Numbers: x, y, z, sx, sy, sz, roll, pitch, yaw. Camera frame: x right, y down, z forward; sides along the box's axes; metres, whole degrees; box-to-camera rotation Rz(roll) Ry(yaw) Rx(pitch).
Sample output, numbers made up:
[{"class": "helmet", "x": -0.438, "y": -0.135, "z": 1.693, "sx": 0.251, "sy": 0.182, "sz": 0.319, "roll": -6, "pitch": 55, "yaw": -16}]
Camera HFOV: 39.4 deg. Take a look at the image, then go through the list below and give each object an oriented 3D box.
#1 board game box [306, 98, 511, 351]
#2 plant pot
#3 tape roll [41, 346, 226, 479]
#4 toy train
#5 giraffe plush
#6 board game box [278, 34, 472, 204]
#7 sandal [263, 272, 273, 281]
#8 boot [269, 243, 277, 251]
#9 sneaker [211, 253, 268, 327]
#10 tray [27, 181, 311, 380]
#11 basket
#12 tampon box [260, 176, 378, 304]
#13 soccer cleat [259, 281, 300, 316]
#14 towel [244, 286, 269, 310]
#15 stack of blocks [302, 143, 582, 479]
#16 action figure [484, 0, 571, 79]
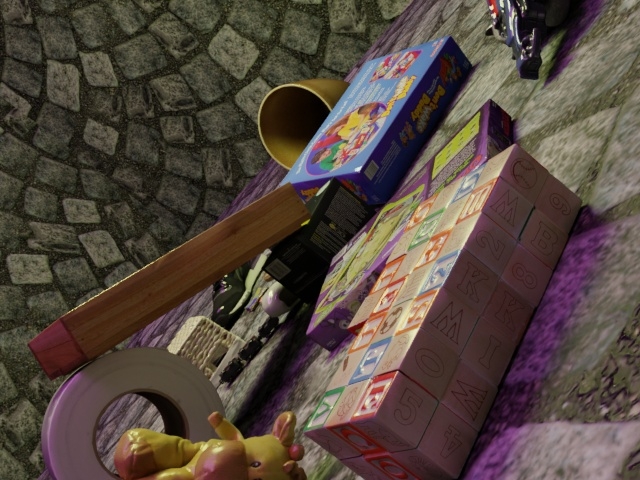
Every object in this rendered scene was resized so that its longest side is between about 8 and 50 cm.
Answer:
[{"class": "board game box", "x": 0.119, "y": -0.021, "z": 1.188, "sx": 0.347, "sy": 0.056, "sz": 0.208, "roll": -46, "pitch": 8, "yaw": 29}, {"class": "plant pot", "x": 0.003, "y": -0.330, "z": 2.345, "sx": 0.237, "sy": 0.237, "sz": 0.254, "roll": -43, "pitch": -1, "yaw": 40}, {"class": "tape roll", "x": -0.272, "y": 0.280, "z": 1.288, "sx": 0.246, "sy": 0.246, "sz": 0.169, "roll": -55, "pitch": 11, "yaw": -20}, {"class": "toy train", "x": -0.126, "y": 0.191, "z": 1.570, "sx": 0.158, "sy": 0.027, "sz": 0.036, "roll": -49, "pitch": 7, "yaw": 10}, {"class": "giraffe plush", "x": -0.096, "y": 0.260, "z": 0.932, "sx": 0.210, "sy": 0.181, "sz": 0.170, "roll": -15, "pitch": -7, "yaw": -42}, {"class": "board game box", "x": 0.101, "y": -0.211, "z": 1.639, "sx": 0.233, "sy": 0.078, "sz": 0.347, "roll": -4, "pitch": 46, "yaw": 52}, {"class": "sandal", "x": -0.040, "y": 0.030, "z": 1.713, "sx": 0.072, "sy": 0.049, "sz": 0.180, "roll": -33, "pitch": 5, "yaw": 44}, {"class": "boot", "x": -0.067, "y": -0.037, "z": 1.943, "sx": 0.178, "sy": 0.085, "sz": 0.236, "roll": -50, "pitch": 4, "yaw": 21}, {"class": "sneaker", "x": -0.222, "y": 0.092, "z": 2.052, "sx": 0.107, "sy": 0.124, "sz": 0.283, "roll": -47, "pitch": 12, "yaw": 29}, {"class": "tray", "x": -0.219, "y": 0.060, "z": 1.334, "sx": 0.411, "sy": 0.076, "sz": 0.203, "roll": -35, "pitch": 3, "yaw": -34}, {"class": "basket", "x": -0.228, "y": 0.213, "z": 1.721, "sx": 0.113, "sy": 0.103, "sz": 0.167, "roll": -55, "pitch": 12, "yaw": -15}, {"class": "tampon box", "x": 0.000, "y": 0.000, "z": 1.465, "sx": 0.120, "sy": 0.101, "sz": 0.161, "roll": -40, "pitch": 15, "yaw": 45}, {"class": "soccer cleat", "x": -0.034, "y": 0.054, "z": 1.559, "sx": 0.076, "sy": 0.068, "sz": 0.196, "roll": -13, "pitch": 39, "yaw": 50}, {"class": "towel", "x": -0.135, "y": 0.123, "z": 1.892, "sx": 0.060, "sy": 0.009, "sz": 0.083, "roll": -55, "pitch": 11, "yaw": -12}, {"class": "stack of blocks", "x": 0.104, "y": 0.071, "z": 0.809, "sx": 0.297, "sy": 0.087, "sz": 0.171, "roll": -58, "pitch": 12, "yaw": -30}, {"class": "action figure", "x": 0.347, "y": -0.370, "z": 1.252, "sx": 0.330, "sy": 0.179, "sz": 0.341, "roll": 131, "pitch": 144, "yaw": -53}]
